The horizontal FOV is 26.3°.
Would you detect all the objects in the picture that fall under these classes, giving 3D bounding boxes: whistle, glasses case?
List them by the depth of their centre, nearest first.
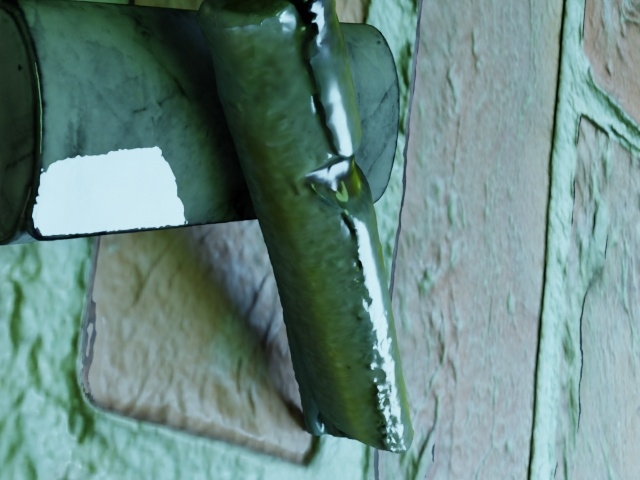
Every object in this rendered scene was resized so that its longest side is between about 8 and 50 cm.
[{"bbox_3d":[-0.060,-0.066,0.726,0.299,0.060,0.114,-9,103,-54],"label":"glasses case"},{"bbox_3d":[0.000,-0.001,0.736,0.057,0.068,0.326,-72,158,-45],"label":"whistle"}]
